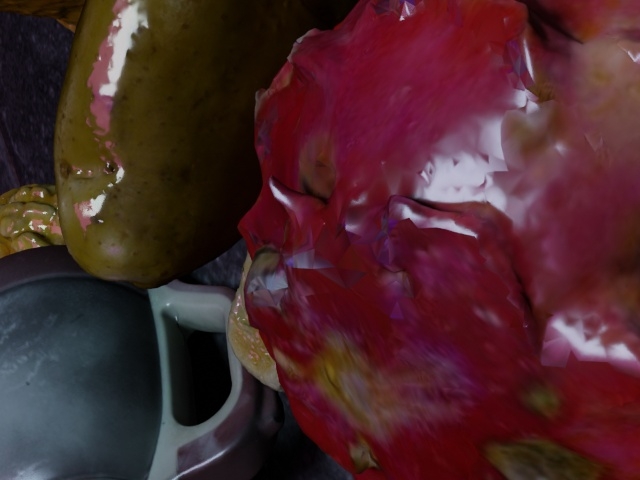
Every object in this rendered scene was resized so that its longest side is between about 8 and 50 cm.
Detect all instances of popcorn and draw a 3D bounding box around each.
[{"bbox_3d":[-0.274,0.004,1.118,0.163,0.140,0.194,55,149,19],"label":"popcorn"}]

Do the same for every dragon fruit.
[{"bbox_3d":[0.106,-0.002,0.495,0.386,0.249,0.371,-12,94,57],"label":"dragon fruit"}]

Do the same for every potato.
[{"bbox_3d":[-0.043,-0.145,0.625,0.195,0.176,0.369,179,112,-83],"label":"potato"}]

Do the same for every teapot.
[{"bbox_3d":[-0.176,0.157,0.913,0.233,0.315,0.312,51,-174,-37],"label":"teapot"}]

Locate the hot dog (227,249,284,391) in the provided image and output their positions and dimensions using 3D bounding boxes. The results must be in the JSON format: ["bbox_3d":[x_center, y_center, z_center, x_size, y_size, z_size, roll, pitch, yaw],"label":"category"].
[{"bbox_3d":[0.000,0.000,0.776,0.084,0.073,0.242,40,127,37],"label":"hot dog"}]

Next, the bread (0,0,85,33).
[{"bbox_3d":[-0.262,-0.371,0.940,0.337,0.204,0.358,-34,69,48],"label":"bread"}]
